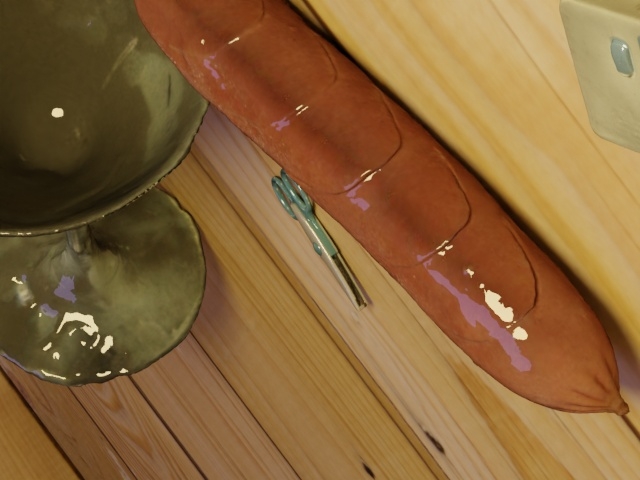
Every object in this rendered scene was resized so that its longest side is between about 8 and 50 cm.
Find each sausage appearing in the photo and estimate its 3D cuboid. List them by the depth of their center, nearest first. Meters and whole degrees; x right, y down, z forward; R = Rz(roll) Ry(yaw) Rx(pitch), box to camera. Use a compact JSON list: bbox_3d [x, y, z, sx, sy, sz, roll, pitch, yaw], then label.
[{"bbox_3d":[0.028,-0.046,1.123,0.433,0.088,0.088,44,159,23],"label":"sausage"}]

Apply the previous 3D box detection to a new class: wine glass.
[{"bbox_3d":[-0.194,-0.047,1.415,0.267,0.267,0.406,47,165,18],"label":"wine glass"}]

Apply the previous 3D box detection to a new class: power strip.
[{"bbox_3d":[0.179,-0.063,0.814,0.192,0.035,0.081,29,149,50],"label":"power strip"}]

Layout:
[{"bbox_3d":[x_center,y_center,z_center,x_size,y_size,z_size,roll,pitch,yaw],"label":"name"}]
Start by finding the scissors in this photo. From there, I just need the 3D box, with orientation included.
[{"bbox_3d":[0.000,0.000,1.367,0.119,0.014,0.058,57,162,2],"label":"scissors"}]
